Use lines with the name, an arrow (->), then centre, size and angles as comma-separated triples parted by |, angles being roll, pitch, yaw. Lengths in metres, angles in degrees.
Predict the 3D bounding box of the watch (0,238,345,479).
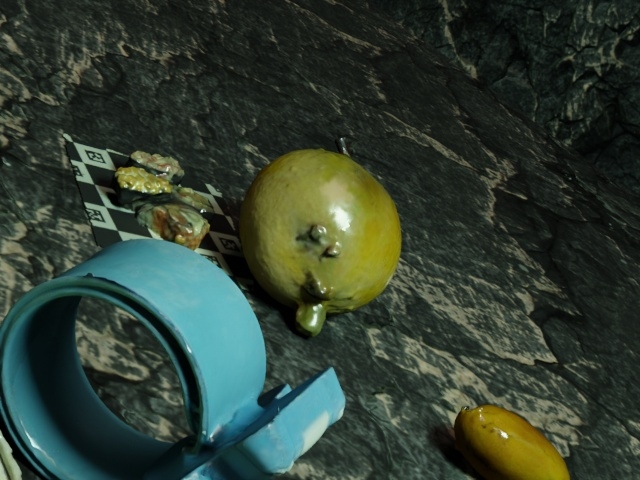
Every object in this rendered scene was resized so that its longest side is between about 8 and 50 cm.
watch -> -0.111, 0.094, 0.830 | 0.193, 0.211, 0.211 | 52, 24, 1

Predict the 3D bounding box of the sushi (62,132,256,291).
sushi -> -0.154, -0.044, 1.255 | 0.192, 0.040, 0.210 | 18, 26, -29

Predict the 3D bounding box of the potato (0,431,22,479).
potato -> -0.260, 0.138, 0.698 | 0.164, 0.081, 0.200 | 17, 28, -50

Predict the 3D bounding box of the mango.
mango -> 0.176, 0.199, 1.147 | 0.127, 0.063, 0.077 | 35, 17, -6

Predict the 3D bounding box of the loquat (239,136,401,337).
loquat -> 0.000, 0.000, 1.234 | 0.172, 0.149, 0.204 | 40, 46, -42
